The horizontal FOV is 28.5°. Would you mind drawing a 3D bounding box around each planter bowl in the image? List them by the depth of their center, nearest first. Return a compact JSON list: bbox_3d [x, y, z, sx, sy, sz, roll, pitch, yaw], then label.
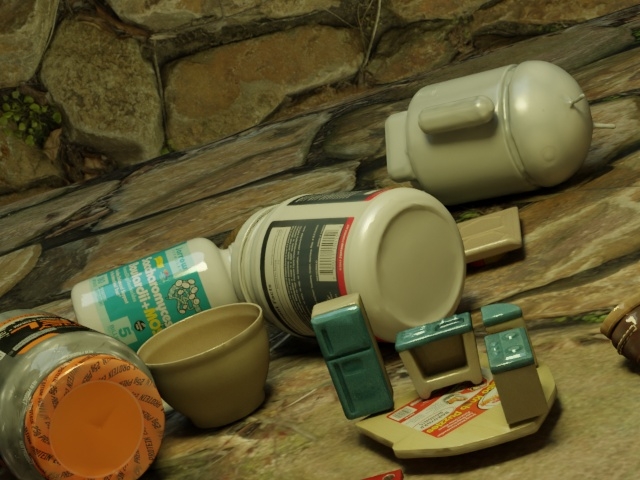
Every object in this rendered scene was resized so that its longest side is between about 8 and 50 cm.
[{"bbox_3d":[-0.129,0.159,1.528,0.162,0.109,0.162,-18,16,5],"label":"planter bowl"}]

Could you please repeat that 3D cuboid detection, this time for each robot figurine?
[{"bbox_3d":[0.275,-0.169,1.989,0.354,0.199,0.300,-10,-10,32],"label":"robot figurine"}]

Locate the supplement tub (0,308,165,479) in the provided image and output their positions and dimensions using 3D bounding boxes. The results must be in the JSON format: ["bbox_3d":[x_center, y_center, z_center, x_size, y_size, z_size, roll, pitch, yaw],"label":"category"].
[{"bbox_3d":[-0.312,0.191,1.489,0.194,0.193,0.316,-27,17,-25],"label":"supplement tub"}]

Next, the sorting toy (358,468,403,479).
[{"bbox_3d":[0.014,0.279,1.038,0.132,0.046,0.274,-18,15,8],"label":"sorting toy"}]

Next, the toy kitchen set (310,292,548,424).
[{"bbox_3d":[0.102,0.115,1.240,0.207,0.122,0.166,-18,15,9],"label":"toy kitchen set"}]

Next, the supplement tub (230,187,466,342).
[{"bbox_3d":[0.032,0.033,1.607,0.191,0.191,0.272,-31,19,-36],"label":"supplement tub"}]

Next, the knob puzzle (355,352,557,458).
[{"bbox_3d":[0.155,0.175,1.258,0.213,0.030,0.213,-18,14,5],"label":"knob puzzle"}]

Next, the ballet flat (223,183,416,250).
[{"bbox_3d":[0.000,0.000,1.956,0.343,0.116,0.124,-11,24,12],"label":"ballet flat"}]

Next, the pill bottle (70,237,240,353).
[{"bbox_3d":[-0.215,0.086,1.825,0.264,0.146,0.146,-22,15,-5],"label":"pill bottle"}]

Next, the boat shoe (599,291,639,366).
[{"bbox_3d":[0.382,0.068,1.292,0.207,0.073,0.073,-30,55,-23],"label":"boat shoe"}]

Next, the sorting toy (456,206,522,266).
[{"bbox_3d":[0.192,0.013,1.787,0.193,0.038,0.208,-17,11,12],"label":"sorting toy"}]
